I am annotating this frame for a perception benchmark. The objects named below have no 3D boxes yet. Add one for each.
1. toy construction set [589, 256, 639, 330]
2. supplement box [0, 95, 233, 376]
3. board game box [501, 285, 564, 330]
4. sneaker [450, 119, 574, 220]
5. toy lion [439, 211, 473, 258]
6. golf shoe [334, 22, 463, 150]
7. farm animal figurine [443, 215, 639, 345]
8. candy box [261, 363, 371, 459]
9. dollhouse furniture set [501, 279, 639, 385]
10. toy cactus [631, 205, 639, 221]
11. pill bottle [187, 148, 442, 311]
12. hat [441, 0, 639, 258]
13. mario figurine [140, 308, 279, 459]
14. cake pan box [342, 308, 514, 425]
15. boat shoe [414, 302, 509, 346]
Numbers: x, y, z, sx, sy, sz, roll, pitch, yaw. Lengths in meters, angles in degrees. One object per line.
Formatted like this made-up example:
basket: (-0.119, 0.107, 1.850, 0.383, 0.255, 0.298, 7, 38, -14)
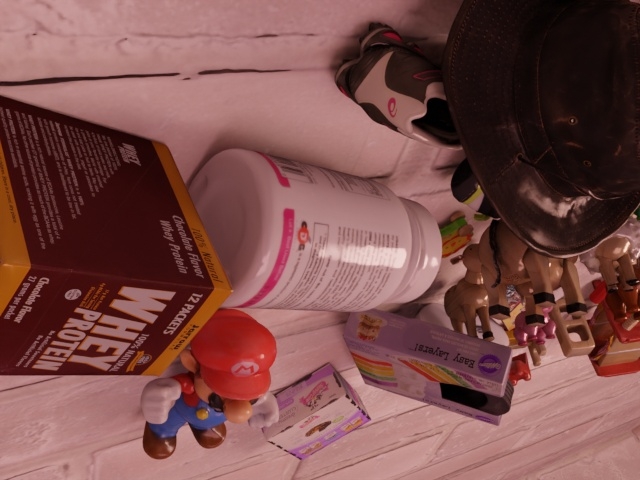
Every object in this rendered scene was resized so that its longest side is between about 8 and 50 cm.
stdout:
toy construction set: (0.684, 0.043, 1.267, 0.309, 0.257, 0.237, 0, 135, -31)
supplement box: (-0.214, 0.002, 0.576, 0.194, 0.191, 0.129, 12, 129, -46)
board game box: (0.388, 0.076, 1.265, 0.165, 0.042, 0.243, -34, 147, 7)
sneaker: (0.271, -0.112, 0.866, 0.097, 0.084, 0.235, 36, 127, -15)
toy lion: (0.188, 0.002, 1.031, 0.100, 0.034, 0.096, -24, 154, -11)
golf shoe: (0.139, -0.137, 0.728, 0.273, 0.120, 0.105, 2, 134, -40)
farm animal figurine: (0.314, 0.044, 1.019, 0.330, 0.172, 0.327, -16, 157, 24)
candy box: (-0.010, 0.326, 1.271, 0.165, 0.070, 0.196, -30, 147, 1)
dollhouse furniture set: (0.542, 0.208, 1.502, 0.374, 0.152, 0.201, -8, 145, -2)
toy cactus: (0.554, -0.064, 1.169, 0.219, 0.112, 0.180, -25, 138, 9)
pill bottle: (0.000, 0.000, 0.764, 0.283, 0.160, 0.160, 8, 131, -43)
hat: (0.278, -0.139, 0.650, 0.331, 0.134, 0.331, -3, 96, -30)
mario figurine: (-0.149, 0.233, 0.945, 0.198, 0.170, 0.320, -47, 174, -44)
cake pan box: (0.186, 0.210, 1.119, 0.245, 0.267, 0.070, 67, 41, -60)
boat shoe: (0.245, 0.189, 1.261, 0.102, 0.108, 0.301, -47, 150, 22)
